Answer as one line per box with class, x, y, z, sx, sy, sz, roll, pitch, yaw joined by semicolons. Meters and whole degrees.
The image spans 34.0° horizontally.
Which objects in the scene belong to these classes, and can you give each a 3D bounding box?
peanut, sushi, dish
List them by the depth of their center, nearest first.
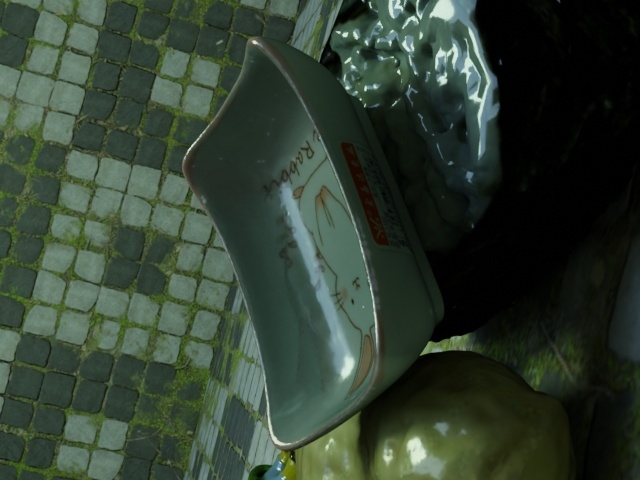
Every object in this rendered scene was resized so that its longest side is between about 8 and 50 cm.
dish;0.000;0.000;0.620;0.151;0.077;0.212;-49;55;52
peanut;0.063;0.146;0.679;0.319;0.148;0.147;156;127;-74
sushi;0.084;-0.052;0.710;0.350;0.171;0.210;-57;48;52

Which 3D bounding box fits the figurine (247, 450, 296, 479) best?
figurine;-0.076;0.346;1.201;0.263;0.143;0.162;-62;19;15
